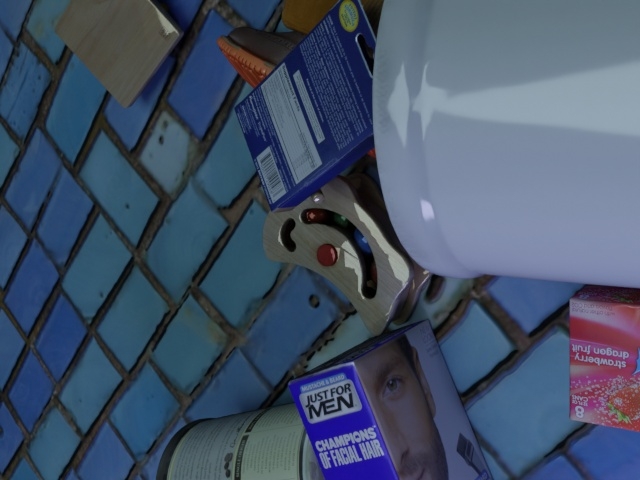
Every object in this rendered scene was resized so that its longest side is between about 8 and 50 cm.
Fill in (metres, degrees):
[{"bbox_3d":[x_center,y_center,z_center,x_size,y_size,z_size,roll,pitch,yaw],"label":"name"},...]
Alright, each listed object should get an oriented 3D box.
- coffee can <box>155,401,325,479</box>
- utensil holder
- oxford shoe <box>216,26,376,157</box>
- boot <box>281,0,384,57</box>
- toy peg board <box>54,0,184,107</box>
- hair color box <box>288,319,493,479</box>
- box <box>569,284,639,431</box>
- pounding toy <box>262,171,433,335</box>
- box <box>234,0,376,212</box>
[{"bbox_3d":[-0.053,0.318,0.998,0.275,0.201,0.202,-20,88,36],"label":"coffee can"},{"bbox_3d":[0.285,-0.111,0.603,0.385,0.327,0.328,6,103,32],"label":"utensil holder"},{"bbox_3d":[0.019,-0.204,0.918,0.363,0.130,0.133,31,83,34],"label":"oxford shoe"},{"bbox_3d":[0.089,-0.330,0.807,0.211,0.104,0.295,36,91,39],"label":"boot"},{"bbox_3d":[-0.281,-0.314,1.122,0.161,0.079,0.161,48,124,-1],"label":"toy peg board"},{"bbox_3d":[0.110,0.283,0.889,0.110,0.185,0.339,-26,85,36],"label":"hair color box"},{"bbox_3d":[0.374,0.112,0.706,0.257,0.122,0.128,4,103,34],"label":"box"},{"bbox_3d":[0.000,0.000,0.925,0.154,0.155,0.269,-46,73,28],"label":"pounding toy"},{"bbox_3d":[-0.001,-0.137,0.786,0.225,0.036,0.136,-34,71,47],"label":"box"}]
